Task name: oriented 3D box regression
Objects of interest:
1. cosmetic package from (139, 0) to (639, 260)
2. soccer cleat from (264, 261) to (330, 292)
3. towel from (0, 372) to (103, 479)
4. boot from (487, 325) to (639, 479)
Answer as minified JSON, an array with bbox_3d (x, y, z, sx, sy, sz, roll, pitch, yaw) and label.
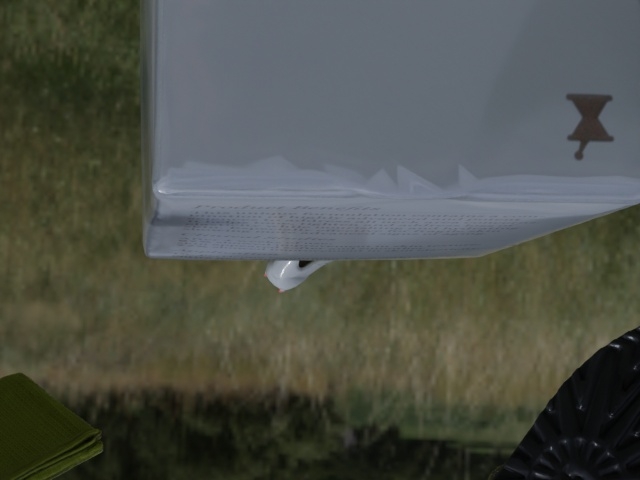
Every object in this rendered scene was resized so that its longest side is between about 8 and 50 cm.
[{"bbox_3d":[0.025,-0.162,0.975,0.329,0.327,0.393,1,174,-10],"label":"cosmetic package"},{"bbox_3d":[0.000,0.000,1.636,0.196,0.068,0.076,-42,175,-46],"label":"soccer cleat"},{"bbox_3d":[-0.252,0.140,0.733,0.102,0.021,0.237,31,-143,35],"label":"towel"},{"bbox_3d":[0.236,0.204,1.091,0.348,0.131,0.260,-44,163,9],"label":"boot"}]
